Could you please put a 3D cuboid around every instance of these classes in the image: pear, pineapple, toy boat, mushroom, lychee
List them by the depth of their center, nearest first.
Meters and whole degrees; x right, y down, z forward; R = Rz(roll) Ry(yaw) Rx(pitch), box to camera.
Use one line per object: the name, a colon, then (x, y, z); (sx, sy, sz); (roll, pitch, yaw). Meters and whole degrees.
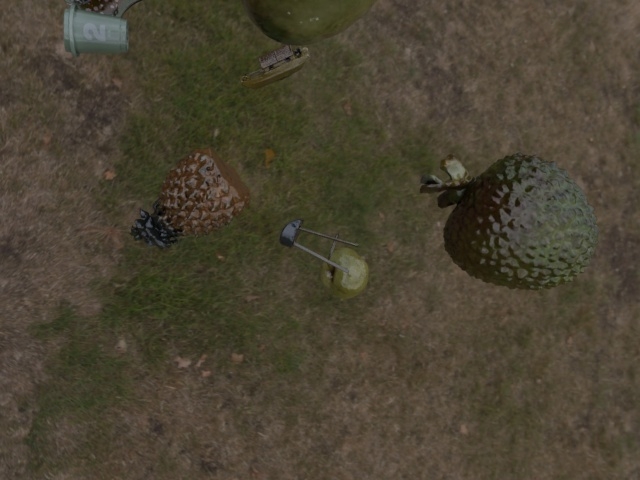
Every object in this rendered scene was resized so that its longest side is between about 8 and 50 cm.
mushroom: (-0.005, -0.437, 0.947); (0.292, 0.218, 0.211); (30, 81, -48)
lychee: (0.367, -0.037, 1.121); (0.270, 0.320, 0.269); (-30, 137, -32)
pineapple: (-0.378, -0.081, 1.565); (0.357, 0.223, 0.222); (-34, 105, 10)
toy boat: (-0.142, -0.532, 1.756); (0.068, 0.226, 0.088); (-100, 165, -45)
pear: (0.078, 0.106, 1.846); (0.137, 0.167, 0.167); (11, 77, -38)

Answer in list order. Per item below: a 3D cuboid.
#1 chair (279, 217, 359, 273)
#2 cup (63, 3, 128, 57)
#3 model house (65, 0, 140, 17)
chair: (0.000, 0.001, 1.652); (0.222, 0.104, 0.095); (18, 31, 1)
cup: (-0.530, -0.489, 1.371); (0.141, 0.120, 0.119); (3, 81, -17)
model house: (-0.544, -0.730, 1.512); (0.207, 0.154, 0.293); (41, 62, -12)
